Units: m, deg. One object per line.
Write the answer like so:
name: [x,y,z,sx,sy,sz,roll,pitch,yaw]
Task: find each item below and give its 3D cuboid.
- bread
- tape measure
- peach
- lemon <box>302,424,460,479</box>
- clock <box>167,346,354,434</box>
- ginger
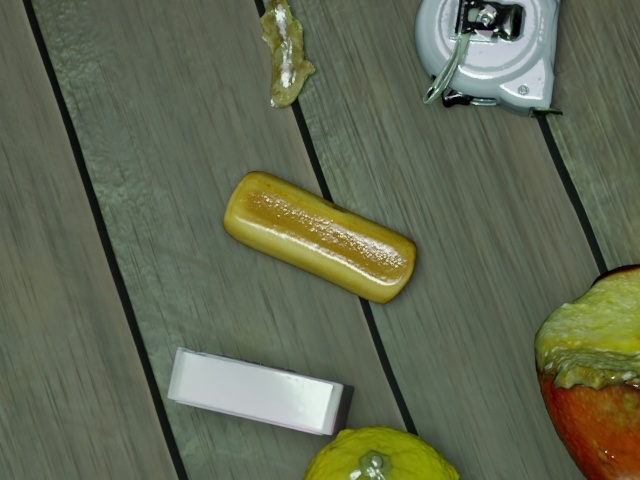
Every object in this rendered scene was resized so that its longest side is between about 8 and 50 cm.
bread: [0.000,0.000,1.412,0.239,0.074,0.093,25,73,8]
tape measure: [0.200,-0.245,1.391,0.178,0.105,0.196,0,86,9]
peach: [0.427,0.166,1.197,0.416,0.339,0.353,31,117,9]
lemon: [0.067,0.308,1.308,0.192,0.231,0.192,-1,52,1]
clock: [-0.067,0.178,1.368,0.197,0.150,0.063,12,84,8]
ginger: [-0.043,-0.236,1.457,0.057,0.044,0.137,-7,90,-22]
